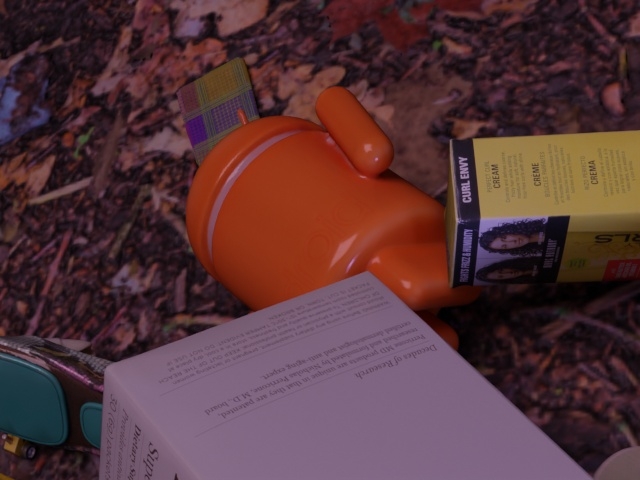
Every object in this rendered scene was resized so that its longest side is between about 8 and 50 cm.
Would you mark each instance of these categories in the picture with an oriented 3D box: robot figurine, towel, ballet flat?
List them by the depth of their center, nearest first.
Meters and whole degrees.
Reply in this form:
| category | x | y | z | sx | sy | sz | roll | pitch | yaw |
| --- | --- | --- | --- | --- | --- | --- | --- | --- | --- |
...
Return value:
| category | x | y | z | sx | sy | sz | roll | pitch | yaw |
| --- | --- | --- | --- | --- | --- | --- | --- | --- | --- |
| robot figurine | 0.001 | -0.002 | 0.919 | 0.128 | 0.158 | 0.219 | -39 | 50 | -20 |
| ballet flat | -0.153 | 0.104 | 0.975 | 0.221 | 0.077 | 0.079 | 14 | 32 | 21 |
| towel | -0.075 | -0.097 | 1.086 | 0.060 | 0.009 | 0.083 | -26 | 55 | 11 |

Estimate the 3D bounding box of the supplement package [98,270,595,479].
| category | x | y | z | sx | sy | sz | roll | pitch | yaw |
| --- | --- | --- | --- | --- | --- | --- | --- | --- | --- |
| supplement package | 0.033 | 0.185 | 0.725 | 0.175 | 0.177 | 0.293 | -19 | 44 | -33 |

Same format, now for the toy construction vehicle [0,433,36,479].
| category | x | y | z | sx | sy | sz | roll | pitch | yaw |
| --- | --- | --- | --- | --- | --- | --- | --- | --- | --- |
| toy construction vehicle | -0.239 | 0.150 | 1.013 | 0.086 | 0.035 | 0.098 | 19 | 73 | 34 |

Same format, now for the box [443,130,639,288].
| category | x | y | z | sx | sy | sz | roll | pitch | yaw |
| --- | --- | --- | --- | --- | --- | --- | --- | --- | --- |
| box | 0.187 | -0.019 | 0.814 | 0.232 | 0.087 | 0.058 | -2 | 61 | 0 |

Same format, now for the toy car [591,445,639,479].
| category | x | y | z | sx | sy | sz | roll | pitch | yaw |
| --- | --- | --- | --- | --- | --- | --- | --- | --- | --- |
| toy car | 0.233 | 0.120 | 0.733 | 0.136 | 0.159 | 0.182 | 39 | 61 | -3 |
